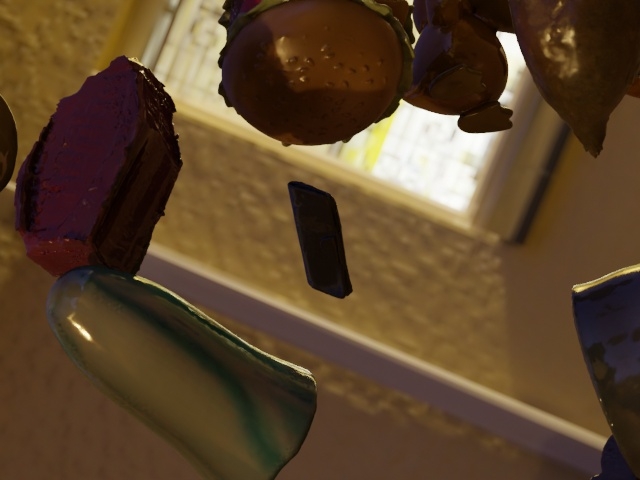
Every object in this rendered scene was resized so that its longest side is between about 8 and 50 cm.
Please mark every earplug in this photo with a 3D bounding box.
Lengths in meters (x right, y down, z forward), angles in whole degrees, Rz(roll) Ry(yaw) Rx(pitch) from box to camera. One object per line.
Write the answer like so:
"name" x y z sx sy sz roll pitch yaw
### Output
"earplug" -0.177 0.141 1.951 0.185 0.324 0.185 -39 27 24

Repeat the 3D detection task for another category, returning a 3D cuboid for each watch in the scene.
"watch" 0.457 0.173 2.263 0.335 0.314 0.327 -79 -34 -62

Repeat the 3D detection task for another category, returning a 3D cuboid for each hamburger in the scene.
"hamburger" -0.007 -0.249 2.252 0.212 0.274 0.274 -88 11 -49

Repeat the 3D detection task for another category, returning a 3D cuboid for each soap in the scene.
"soap" -0.262 -0.090 2.057 0.112 0.182 0.289 50 -127 -43

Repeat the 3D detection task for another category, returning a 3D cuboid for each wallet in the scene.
"wallet" 0.000 0.000 2.137 0.018 0.082 0.157 -32 -53 -33

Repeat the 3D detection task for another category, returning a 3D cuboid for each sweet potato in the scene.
"sweet potato" 0.252 -0.269 1.682 0.158 0.158 0.370 28 -128 -83

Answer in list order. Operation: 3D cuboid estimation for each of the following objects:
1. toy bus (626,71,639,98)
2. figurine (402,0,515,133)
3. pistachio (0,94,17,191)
"toy bus" 0.509 -0.316 2.582 0.136 0.126 0.209 -27 -46 -47
"figurine" 0.204 -0.283 2.461 0.215 0.215 0.228 93 -160 -69
"pistachio" -0.426 -0.111 1.726 0.181 0.162 0.293 -55 -39 6
